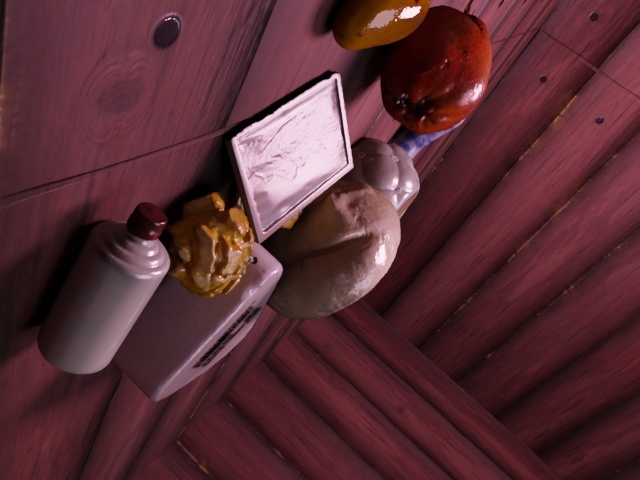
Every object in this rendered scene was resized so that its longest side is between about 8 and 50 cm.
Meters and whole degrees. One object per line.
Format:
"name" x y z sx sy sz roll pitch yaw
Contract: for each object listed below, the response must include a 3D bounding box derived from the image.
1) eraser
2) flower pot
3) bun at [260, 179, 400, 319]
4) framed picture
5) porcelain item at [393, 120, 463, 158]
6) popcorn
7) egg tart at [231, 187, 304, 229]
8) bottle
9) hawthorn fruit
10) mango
"eraser" -0.208 0.117 1.019 0.331 0.150 0.331 -48 169 -12
"flower pot" 0.140 -0.141 1.398 0.246 0.195 0.246 -47 171 -10
"bun" 0.000 0.000 1.165 0.365 0.219 0.365 -32 -162 12
"framed picture" -0.038 -0.142 0.878 0.265 0.018 0.192 -42 136 -34
"porcelain item" 0.342 -0.366 1.619 0.259 0.141 0.141 -45 172 22
"popcorn" -0.172 0.007 0.816 0.148 0.152 0.167 -141 -116 -67
"egg tart" -0.067 -0.099 0.989 0.232 0.098 0.252 -45 166 -40
"bottle" -0.265 0.055 0.674 0.245 0.104 0.104 -53 169 22
"hawthorn fruit" 0.242 -0.359 1.043 0.299 0.211 0.211 -63 172 -8
"mango" 0.095 -0.343 0.785 0.178 0.090 0.115 -30 168 -38
